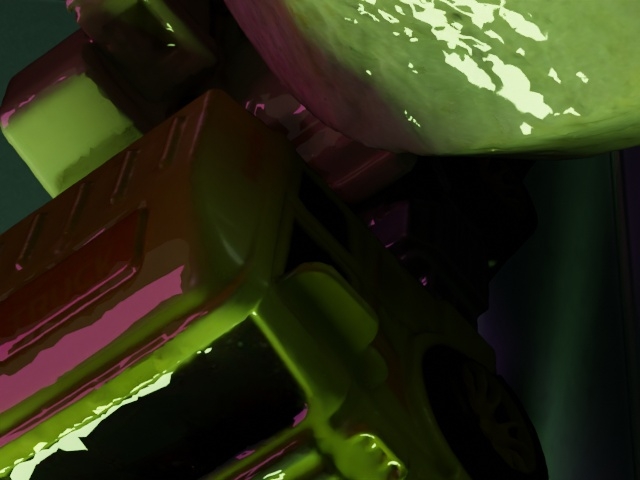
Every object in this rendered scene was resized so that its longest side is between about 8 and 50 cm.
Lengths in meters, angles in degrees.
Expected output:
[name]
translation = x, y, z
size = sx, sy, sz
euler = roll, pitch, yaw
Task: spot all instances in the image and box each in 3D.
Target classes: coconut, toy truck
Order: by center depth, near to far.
[coconut]
translation = 0.063, -0.148, 0.689
size = 0.259, 0.259, 0.259
euler = -176, 90, -77
[toy truck]
translation = -0.031, -0.007, 0.815
size = 0.181, 0.254, 0.405
euler = -35, 22, 22
